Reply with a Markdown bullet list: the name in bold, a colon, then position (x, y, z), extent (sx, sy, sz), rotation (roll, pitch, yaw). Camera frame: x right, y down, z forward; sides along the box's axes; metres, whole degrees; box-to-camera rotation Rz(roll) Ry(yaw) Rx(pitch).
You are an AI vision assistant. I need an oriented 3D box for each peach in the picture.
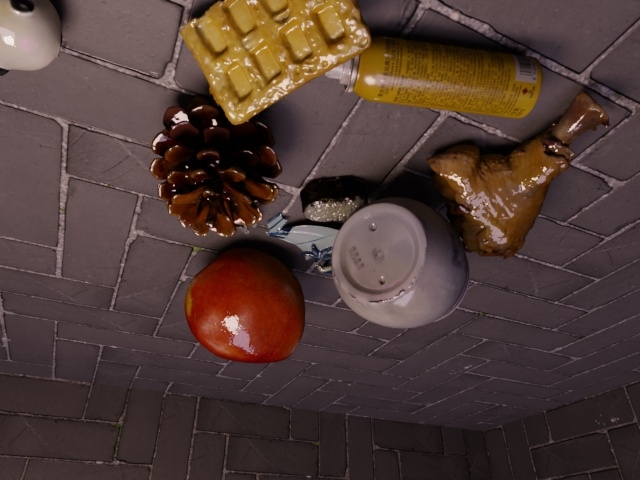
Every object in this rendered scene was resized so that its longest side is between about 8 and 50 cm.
- **peach**: position (-0.186, 0.182, 1.272), extent (0.308, 0.308, 0.332), rotation (-33, 103, 38)

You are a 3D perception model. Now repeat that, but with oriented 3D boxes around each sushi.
- **sushi**: position (0.030, -0.091, 1.080), extent (0.150, 0.078, 0.090), rotation (-9, 145, 1)

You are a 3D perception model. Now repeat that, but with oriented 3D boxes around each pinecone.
- **pinecone**: position (-0.186, -0.123, 0.888), extent (0.264, 0.264, 0.264), rotation (0, 145, 0)

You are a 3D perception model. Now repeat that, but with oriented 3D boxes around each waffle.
- **waffle**: position (-0.069, -0.308, 0.725), extent (0.274, 0.057, 0.168), rotation (-22, 110, 27)

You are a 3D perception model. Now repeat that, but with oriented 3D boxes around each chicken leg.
- **chicken leg**: position (0.371, -0.135, 0.972), extent (0.295, 0.182, 0.409), rotation (26, 136, -8)

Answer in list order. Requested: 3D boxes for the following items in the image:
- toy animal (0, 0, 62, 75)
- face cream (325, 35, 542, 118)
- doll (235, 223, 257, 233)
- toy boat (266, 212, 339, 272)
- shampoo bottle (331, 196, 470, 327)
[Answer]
- **toy animal**: position (-0.478, -0.314, 0.717), extent (0.179, 0.138, 0.166), rotation (-14, 164, 5)
- **face cream**: position (0.181, -0.274, 0.796), extent (0.349, 0.105, 0.105), rotation (4, 145, -8)
- **doll**: position (-0.196, -0.080, 1.104), extent (0.096, 0.070, 0.195), rotation (7, 141, 17)
- **toy boat**: position (0.000, 0.020, 1.259), extent (0.292, 0.070, 0.210), rotation (7, 140, -4)
- **shampoo bottle**: position (0.176, 0.054, 1.034), extent (0.273, 0.273, 0.266), rotation (-21, 153, 26)
